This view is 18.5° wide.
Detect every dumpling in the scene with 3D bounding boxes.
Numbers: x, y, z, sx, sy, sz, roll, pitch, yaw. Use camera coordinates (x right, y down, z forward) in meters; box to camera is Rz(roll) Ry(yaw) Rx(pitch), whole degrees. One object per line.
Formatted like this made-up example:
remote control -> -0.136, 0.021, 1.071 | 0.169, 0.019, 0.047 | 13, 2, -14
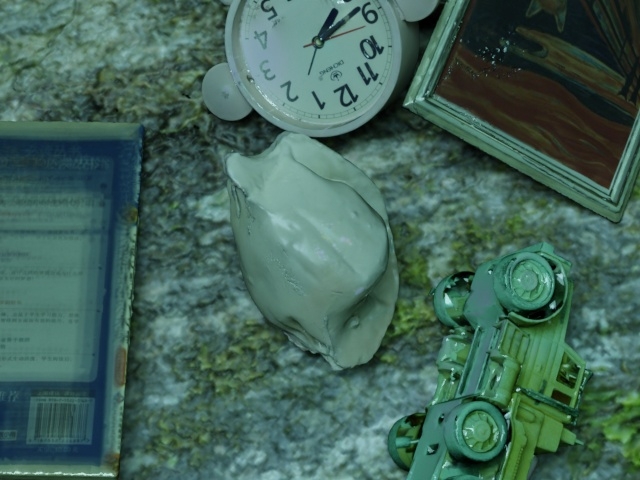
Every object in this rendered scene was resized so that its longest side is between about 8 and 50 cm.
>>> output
dumpling -> 0.000, 0.000, 1.557 | 0.136, 0.118, 0.199 | -37, 104, -24

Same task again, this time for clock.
clock -> 0.001, -0.165, 1.591 | 0.229, 0.063, 0.155 | -28, 94, 25

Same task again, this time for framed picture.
framed picture -> 0.206, -0.180, 1.612 | 0.216, 0.016, 0.273 | 27, 75, -17

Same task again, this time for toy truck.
toy truck -> 0.140, 0.138, 1.521 | 0.135, 0.128, 0.259 | 21, 71, -20

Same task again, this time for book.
book -> -0.260, 0.041, 1.552 | 0.228, 0.018, 0.322 | 2, 59, 1

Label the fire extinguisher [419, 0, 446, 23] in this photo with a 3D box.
fire extinguisher -> 0.038, -0.236, 1.647 | 0.231, 0.071, 0.099 | 10, 63, 4
